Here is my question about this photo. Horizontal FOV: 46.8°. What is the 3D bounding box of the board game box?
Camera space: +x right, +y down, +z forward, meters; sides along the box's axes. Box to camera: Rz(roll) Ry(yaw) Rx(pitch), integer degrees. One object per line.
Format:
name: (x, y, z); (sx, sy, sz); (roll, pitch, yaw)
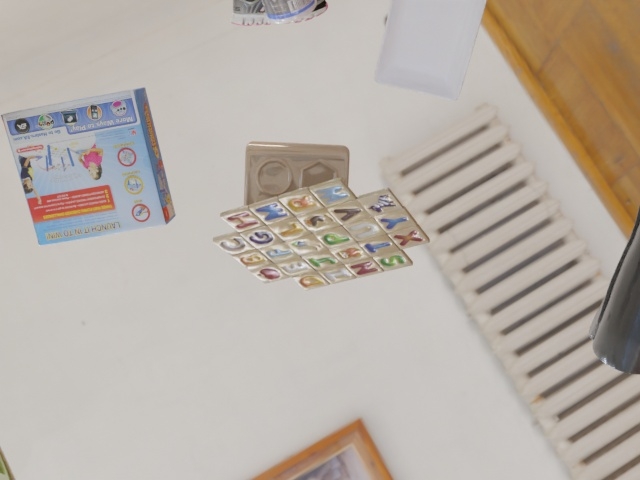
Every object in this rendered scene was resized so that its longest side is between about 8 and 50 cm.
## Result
board game box: (-0.511, -0.164, 1.653); (0.086, 0.308, 0.302); (-77, -23, -73)

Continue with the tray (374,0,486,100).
tray: (0.183, -0.367, 1.165); (0.030, 0.145, 0.271); (-69, -8, -63)

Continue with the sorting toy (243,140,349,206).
sorting toy: (-0.046, -0.077, 1.376); (0.038, 0.192, 0.208); (-168, 80, -88)

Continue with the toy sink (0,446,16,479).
toy sink: (-0.638, 0.373, 1.293); (0.234, 0.131, 0.153); (54, 163, 21)

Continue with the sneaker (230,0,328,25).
sneaker: (-0.073, -0.411, 1.262); (0.063, 0.170, 0.075); (-90, -4, -68)

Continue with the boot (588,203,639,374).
boot: (0.570, 0.022, 1.246); (0.146, 0.445, 0.367); (25, -160, 21)

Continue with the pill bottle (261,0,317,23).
pill bottle: (-0.060, -0.385, 1.044); (0.078, 0.078, 0.137); (51, 166, 51)

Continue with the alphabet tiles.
alphabet tiles: (0.000, 0.000, 1.288); (0.285, 0.342, 0.011); (45, -141, -47)
